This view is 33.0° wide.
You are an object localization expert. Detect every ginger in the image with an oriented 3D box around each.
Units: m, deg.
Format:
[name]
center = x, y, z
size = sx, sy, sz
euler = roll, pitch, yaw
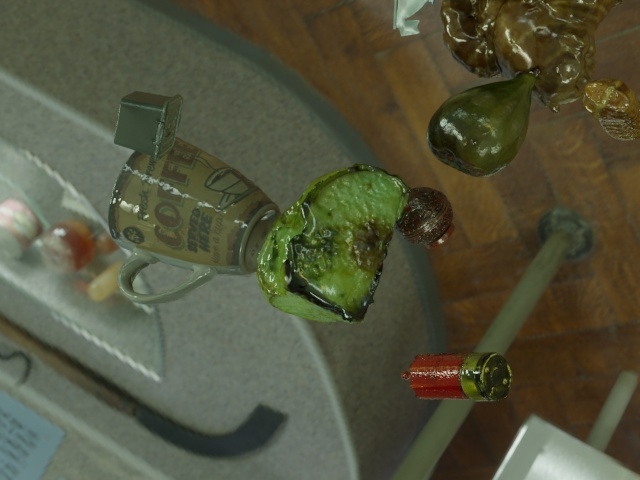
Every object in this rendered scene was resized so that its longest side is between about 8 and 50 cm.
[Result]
[ginger]
center = 0.329, -0.392, 1.661
size = 0.274, 0.152, 0.357
euler = 24, 105, 40

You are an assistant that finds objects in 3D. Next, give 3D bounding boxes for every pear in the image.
[pear]
center = 0.000, 0.000, 1.706
size = 0.164, 0.238, 0.255
euler = 23, 169, -17

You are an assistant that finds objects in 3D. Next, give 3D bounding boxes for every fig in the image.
[fig]
center = 0.235, -0.186, 1.562
size = 0.126, 0.185, 0.133
euler = 19, -175, -26

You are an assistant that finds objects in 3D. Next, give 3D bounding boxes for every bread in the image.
[bread]
center = 0.302, -0.132, 1.100
size = 0.052, 0.157, 0.044
euler = 15, 91, 24

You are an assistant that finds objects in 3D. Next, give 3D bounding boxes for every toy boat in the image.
[toy boat]
center = 0.105, -0.311, 1.209
size = 0.105, 0.034, 0.149
euler = -13, 88, 39

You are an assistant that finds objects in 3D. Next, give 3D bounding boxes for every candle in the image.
[candle]
center = 0.135, 0.142, 1.130
size = 0.130, 0.052, 0.052
euler = -9, 116, 48

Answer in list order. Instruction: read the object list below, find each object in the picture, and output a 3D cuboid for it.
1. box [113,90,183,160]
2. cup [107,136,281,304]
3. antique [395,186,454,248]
[box]
center = -0.240, -0.166, 1.511
size = 0.069, 0.122, 0.084
euler = 15, 104, 1
[cup]
center = -0.228, -0.011, 1.903
size = 0.257, 0.301, 0.227
euler = 24, 168, 25
[antique]
center = 0.167, -0.041, 1.771
size = 0.104, 0.104, 0.104
euler = 19, 131, 24
